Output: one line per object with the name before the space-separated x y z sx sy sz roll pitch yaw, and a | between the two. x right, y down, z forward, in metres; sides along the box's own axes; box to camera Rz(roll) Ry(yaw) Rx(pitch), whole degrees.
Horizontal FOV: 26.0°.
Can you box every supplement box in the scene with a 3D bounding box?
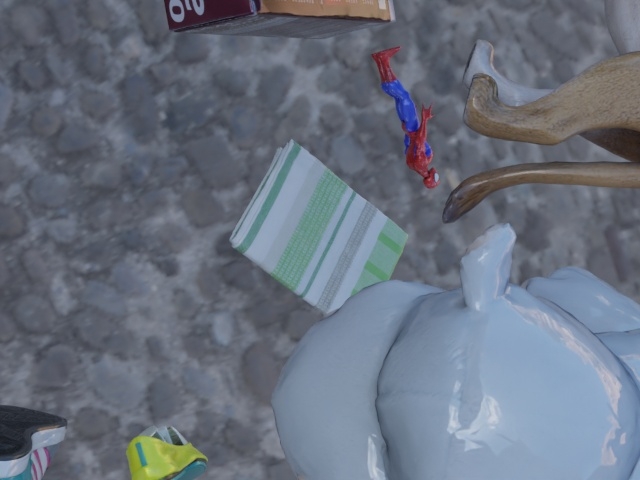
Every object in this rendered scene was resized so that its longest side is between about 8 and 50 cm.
supplement box | -0.031 -0.218 1.018 0.239 0.073 0.130 -13 94 -64

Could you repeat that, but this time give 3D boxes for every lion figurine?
lion figurine | 0.236 -0.158 0.918 0.240 0.142 0.392 18 76 0

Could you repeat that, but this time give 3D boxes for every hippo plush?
hippo plush | 0.109 0.118 0.626 0.236 0.294 0.234 8 86 -38

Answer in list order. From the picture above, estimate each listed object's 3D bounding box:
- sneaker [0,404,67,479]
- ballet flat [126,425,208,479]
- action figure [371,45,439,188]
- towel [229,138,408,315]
sneaker | -0.383 0.308 1.676 0.124 0.295 0.178 13 95 2
ballet flat | -0.193 0.267 1.719 0.077 0.231 0.077 -26 81 2
action figure | 0.071 -0.095 1.090 0.030 0.038 0.115 -19 99 -14
towel | 0.000 0.000 1.200 0.152 0.023 0.113 39 66 -25
